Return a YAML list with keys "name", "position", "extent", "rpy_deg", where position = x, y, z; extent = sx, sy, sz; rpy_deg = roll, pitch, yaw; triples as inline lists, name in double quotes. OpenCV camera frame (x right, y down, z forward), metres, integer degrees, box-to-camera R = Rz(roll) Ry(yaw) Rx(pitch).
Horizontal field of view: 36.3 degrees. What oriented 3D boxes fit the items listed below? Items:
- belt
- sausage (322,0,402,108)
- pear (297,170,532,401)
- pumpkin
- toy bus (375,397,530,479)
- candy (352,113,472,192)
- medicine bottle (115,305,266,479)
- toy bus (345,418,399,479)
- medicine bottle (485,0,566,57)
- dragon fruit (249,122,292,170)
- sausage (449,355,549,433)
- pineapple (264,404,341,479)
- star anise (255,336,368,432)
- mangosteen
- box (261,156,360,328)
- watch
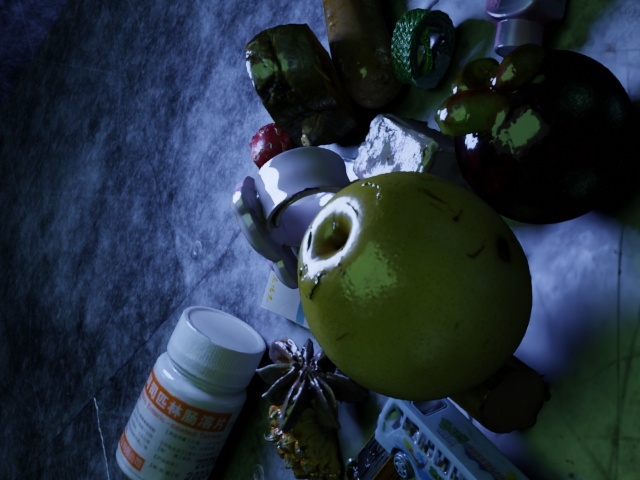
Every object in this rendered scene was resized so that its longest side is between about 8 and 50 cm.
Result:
- name: "belt"
  position: [0.196, -0.352, 1.807]
  extent: [0.079, 0.121, 0.151]
  rpy_deg: [27, 112, 46]
- name: "sausage"
  position: [0.069, -0.480, 2.000]
  extent: [0.136, 0.123, 0.501]
  rpy_deg: [-36, 52, 42]
- name: "pear"
  position: [0.134, 0.066, 1.444]
  extent: [0.348, 0.348, 0.348]
  rpy_deg: [-20, 63, 46]
- name: "pumpkin"
  position: [-0.026, -0.282, 1.918]
  extent: [0.139, 0.317, 0.222]
  rpy_deg: [-22, 69, 9]
- name: "toy bus"
  position: [0.214, 0.354, 1.512]
  extent: [0.329, 0.109, 0.136]
  rpy_deg: [43, 143, 42]
- name: "candy"
  position: [0.184, -0.128, 1.709]
  extent: [0.195, 0.185, 0.137]
  rpy_deg: [35, 111, 46]
- name: "medicine bottle"
  position: [-0.276, 0.344, 2.085]
  extent: [0.211, 0.211, 0.371]
  rpy_deg: [43, 112, 48]
- name: "toy bus"
  position: [0.111, 0.379, 1.707]
  extent: [0.162, 0.074, 0.069]
  rpy_deg: [-57, 35, 25]
- name: "medicine bottle"
  position: [0.347, -0.406, 1.655]
  extent: [0.119, 0.094, 0.188]
  rpy_deg: [5, 82, 50]
- name: "dragon fruit"
  position: [-0.112, -0.171, 2.154]
  extent: [0.094, 0.094, 0.190]
  rpy_deg: [0, 83, 51]
- name: "sausage"
  position: [0.216, 0.192, 1.597]
  extent: [0.317, 0.125, 0.117]
  rpy_deg: [34, 106, 51]
- name: "pineapple"
  position: [-0.044, 0.358, 1.856]
  extent: [0.079, 0.135, 0.233]
  rpy_deg: [-38, 52, 38]
- name: "star anise"
  position: [-0.023, 0.256, 1.822]
  extent: [0.236, 0.229, 0.093]
  rpy_deg: [37, 140, 32]
- name: "mangosteen"
  position: [0.322, -0.164, 1.456]
  extent: [0.288, 0.288, 0.288]
  rpy_deg: [-20, 63, 46]
- name: "box"
  position: [0.000, 0.000, 1.973]
  extent: [0.200, 0.065, 0.343]
  rpy_deg: [18, 93, 51]
- name: "watch"
  position: [-0.030, -0.050, 1.844]
  extent: [0.217, 0.248, 0.211]
  rpy_deg: [-25, 55, 12]
